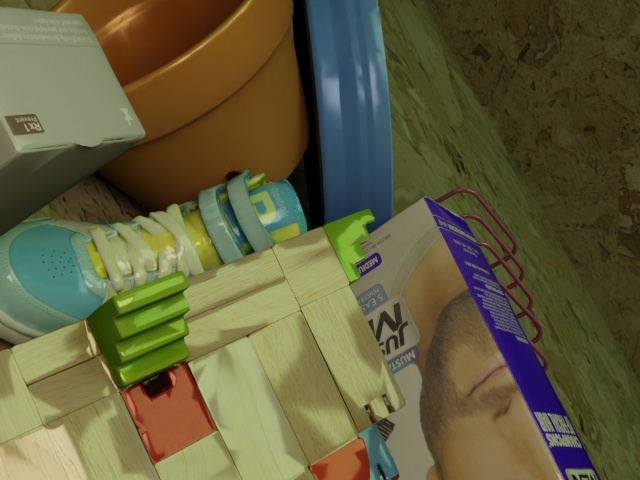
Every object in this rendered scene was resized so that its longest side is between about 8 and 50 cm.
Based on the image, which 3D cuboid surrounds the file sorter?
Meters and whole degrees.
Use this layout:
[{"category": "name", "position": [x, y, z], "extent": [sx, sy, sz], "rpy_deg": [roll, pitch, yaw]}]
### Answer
[{"category": "file sorter", "position": [0.224, 0.089, 1.375], "extent": [0.202, 0.182, 0.291], "rpy_deg": [43, 28, -31]}]

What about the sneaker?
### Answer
[{"category": "sneaker", "position": [-0.135, 0.002, 0.759], "extent": [0.319, 0.208, 0.127], "rpy_deg": [4, 59, -61]}]

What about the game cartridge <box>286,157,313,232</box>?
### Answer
[{"category": "game cartridge", "position": [0.000, 0.000, 1.215], "extent": [0.196, 0.060, 0.294], "rpy_deg": [13, 49, -53]}]

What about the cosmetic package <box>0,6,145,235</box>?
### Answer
[{"category": "cosmetic package", "position": [-0.248, -0.048, 0.565], "extent": [0.107, 0.238, 0.127], "rpy_deg": [59, 23, 3]}]

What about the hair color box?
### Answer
[{"category": "hair color box", "position": [0.114, 0.150, 0.835], "extent": [0.110, 0.185, 0.339], "rpy_deg": [21, 40, -55]}]

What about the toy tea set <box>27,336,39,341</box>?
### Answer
[{"category": "toy tea set", "position": [-0.106, 0.212, 0.664], "extent": [0.200, 0.124, 0.336], "rpy_deg": [6, 56, -61]}]

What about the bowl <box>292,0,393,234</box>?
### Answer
[{"category": "bowl", "position": [0.018, -0.160, 1.042], "extent": [0.391, 0.077, 0.391], "rpy_deg": [174, -90, -87]}]

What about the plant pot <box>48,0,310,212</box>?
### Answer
[{"category": "plant pot", "position": [-0.138, -0.154, 0.890], "extent": [0.291, 0.291, 0.203], "rpy_deg": [-93, 159, -47]}]

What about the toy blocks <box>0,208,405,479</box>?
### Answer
[{"category": "toy blocks", "position": [-0.073, 0.163, 0.574], "extent": [0.381, 0.191, 0.261], "rpy_deg": [-22, 84, -37]}]
